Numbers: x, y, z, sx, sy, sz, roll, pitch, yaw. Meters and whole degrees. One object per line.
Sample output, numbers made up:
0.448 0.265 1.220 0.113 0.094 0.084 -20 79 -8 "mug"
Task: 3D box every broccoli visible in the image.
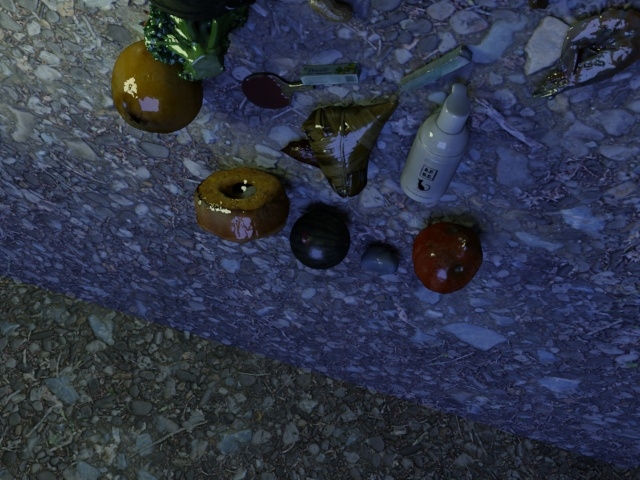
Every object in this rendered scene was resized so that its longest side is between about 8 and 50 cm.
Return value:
-0.300 -0.518 1.683 0.269 0.241 0.261 -17 151 7 "broccoli"

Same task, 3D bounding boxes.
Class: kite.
-0.445 -0.594 1.852 0.122 0.004 0.090 -13 137 39 "kite"

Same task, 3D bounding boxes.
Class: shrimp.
0.600 -0.420 1.563 0.164 0.062 0.317 37 139 -22 "shrimp"

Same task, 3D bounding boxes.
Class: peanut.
0.025 -0.558 1.637 0.113 0.054 0.054 24 148 -16 "peanut"

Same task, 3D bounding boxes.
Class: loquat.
-0.447 -0.424 1.886 0.263 0.263 0.263 13 148 8 "loquat"

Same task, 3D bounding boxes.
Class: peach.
0.418 0.049 2.216 0.232 0.232 0.256 19 158 -2 "peach"

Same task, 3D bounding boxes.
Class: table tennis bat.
-0.120 -0.428 1.937 0.234 0.022 0.131 -2 143 30 "table tennis bat"

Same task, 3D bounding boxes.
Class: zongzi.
0.125 -0.263 1.945 0.288 0.134 0.286 -10 126 25 "zongzi"

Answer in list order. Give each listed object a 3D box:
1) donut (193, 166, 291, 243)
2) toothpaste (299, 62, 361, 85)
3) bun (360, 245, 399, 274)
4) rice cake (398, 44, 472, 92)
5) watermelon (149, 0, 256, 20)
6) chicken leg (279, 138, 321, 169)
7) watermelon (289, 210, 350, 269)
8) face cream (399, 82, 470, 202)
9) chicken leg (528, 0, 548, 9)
-0.257 -0.117 2.241 0.317 0.299 0.150 -9 131 -2 "donut"
0.028 -0.441 1.818 0.164 0.046 0.034 3 147 22 "toothpaste"
0.219 0.069 2.480 0.141 0.083 0.141 13 158 6 "bun"
0.286 -0.429 1.723 0.043 0.034 0.211 30 147 -35 "rice cake"
-0.280 -0.619 1.441 0.359 0.279 0.279 55 145 6 "watermelon"
-0.014 -0.261 2.103 0.234 0.063 0.105 20 144 1 "chicken leg"
0.000 0.000 2.362 0.212 0.212 0.212 13 148 8 "watermelon"
0.324 -0.261 1.856 0.145 0.145 0.369 16 149 2 "face cream"
0.428 -0.553 1.435 0.085 0.069 0.198 -11 145 40 "chicken leg"
